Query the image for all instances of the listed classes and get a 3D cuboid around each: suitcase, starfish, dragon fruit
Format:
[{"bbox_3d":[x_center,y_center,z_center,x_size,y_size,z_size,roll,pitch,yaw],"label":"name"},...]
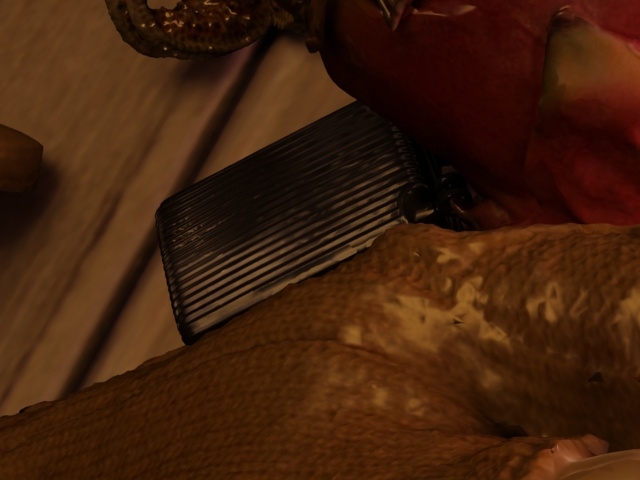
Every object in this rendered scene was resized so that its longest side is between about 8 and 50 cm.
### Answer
[{"bbox_3d":[0.000,0.000,0.706,0.126,0.059,0.086,-27,45,10],"label":"suitcase"},{"bbox_3d":[-0.010,-0.156,0.823,0.190,0.074,0.146,-13,51,21],"label":"starfish"},{"bbox_3d":[0.094,-0.139,0.637,0.250,0.250,0.315,-19,46,17],"label":"dragon fruit"}]

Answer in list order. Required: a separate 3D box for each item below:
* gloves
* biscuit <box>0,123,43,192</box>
[{"bbox_3d":[0.046,0.075,0.525,0.356,0.203,0.155,-1,72,37],"label":"gloves"},{"bbox_3d":[-0.226,-0.055,0.779,0.153,0.234,0.030,26,104,58],"label":"biscuit"}]
